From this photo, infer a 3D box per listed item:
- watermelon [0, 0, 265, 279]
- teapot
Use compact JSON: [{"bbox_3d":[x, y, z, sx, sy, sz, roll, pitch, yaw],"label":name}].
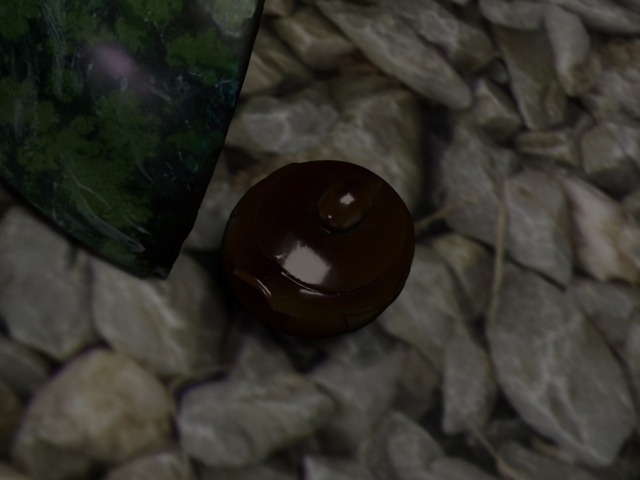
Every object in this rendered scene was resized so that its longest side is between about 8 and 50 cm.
[{"bbox_3d":[-0.105,-0.140,0.928,0.224,0.180,0.305,-12,52,20],"label":"watermelon"},{"bbox_3d":[0.000,0.000,0.900,0.098,0.078,0.129,44,49,11],"label":"teapot"}]
